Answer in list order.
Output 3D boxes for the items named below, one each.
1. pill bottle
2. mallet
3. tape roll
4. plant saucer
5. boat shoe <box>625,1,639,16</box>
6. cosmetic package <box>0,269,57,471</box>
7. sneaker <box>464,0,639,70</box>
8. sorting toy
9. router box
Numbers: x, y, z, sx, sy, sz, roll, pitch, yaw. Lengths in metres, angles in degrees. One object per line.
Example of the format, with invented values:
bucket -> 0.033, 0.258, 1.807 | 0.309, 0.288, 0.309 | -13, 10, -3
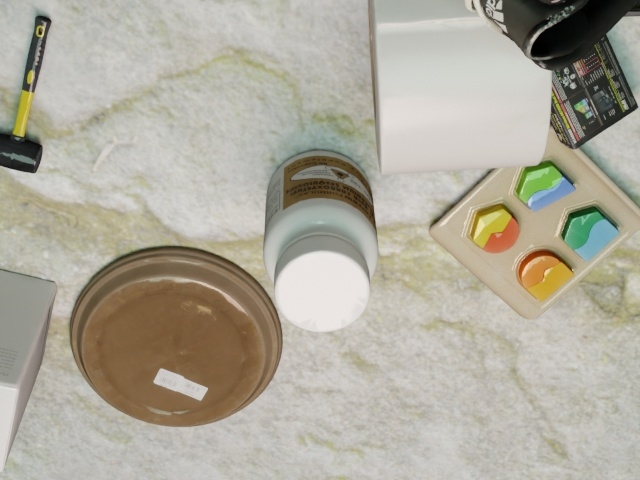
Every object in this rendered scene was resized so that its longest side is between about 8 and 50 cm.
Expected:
pill bottle -> 0.000, 0.000, 1.329 | 0.131, 0.229, 0.131 | 0, 119, -1
mallet -> -0.330, -0.164, 1.351 | 0.062, 0.039, 0.190 | 22, 113, -11
tape roll -> 0.137, -0.194, 1.216 | 0.169, 0.246, 0.246 | -3, 119, 2
plant saucer -> -0.188, 0.137, 1.512 | 0.277, 0.041, 0.278 | -1, 119, -1
boat shoe -> 0.428, -0.301, 1.243 | 0.285, 0.092, 0.103 | -17, 118, 9
cosmetic package -> -0.458, 0.139, 1.405 | 0.224, 0.225, 0.138 | 14, 118, -7
sneaker -> 0.104, -0.276, 1.024 | 0.447, 0.258, 0.169 | -7, 145, -2
sorting toy -> 0.268, -0.014, 1.431 | 0.193, 0.038, 0.208 | 40, 112, -20
router box -> 0.295, -0.178, 1.328 | 0.092, 0.038, 0.122 | -33, 114, -4
